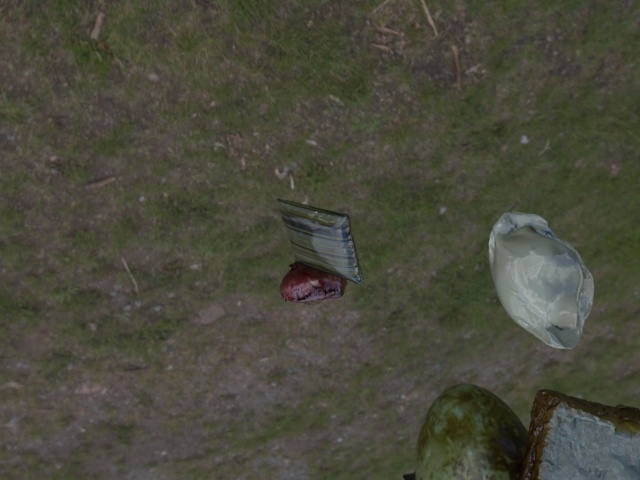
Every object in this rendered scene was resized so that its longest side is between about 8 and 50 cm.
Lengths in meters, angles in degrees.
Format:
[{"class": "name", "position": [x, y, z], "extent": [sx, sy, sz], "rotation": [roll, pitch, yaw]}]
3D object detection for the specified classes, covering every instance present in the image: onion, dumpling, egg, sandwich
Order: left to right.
[{"class": "onion", "position": [-0.025, 0.101, 1.603], "extent": [0.184, 0.184, 0.147], "rotation": [-15, 96, -7]}, {"class": "egg", "position": [0.298, 0.422, 1.148], "extent": [0.238, 0.289, 0.238], "rotation": [-7, 167, -2]}, {"class": "dumpling", "position": [0.377, 0.061, 1.017], "extent": [0.162, 0.250, 0.132], "rotation": [-18, 167, -25]}, {"class": "sandwich", "position": [0.461, 0.384, 0.919], "extent": [0.301, 0.099, 0.271], "rotation": [9, 88, 3]}]

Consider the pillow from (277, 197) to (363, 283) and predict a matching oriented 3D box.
[{"class": "pillow", "position": [0.000, 0.000, 1.427], "extent": [0.052, 0.208, 0.212], "rotation": [-47, 138, -33]}]

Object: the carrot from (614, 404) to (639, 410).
[{"class": "carrot", "position": [0.663, 0.385, 1.230], "extent": [0.059, 0.248, 0.059], "rotation": [0, 96, 2]}]

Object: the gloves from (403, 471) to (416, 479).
[{"class": "gloves", "position": [0.339, 0.643, 1.533], "extent": [0.286, 0.119, 0.142], "rotation": [-2, -178, 31]}]
